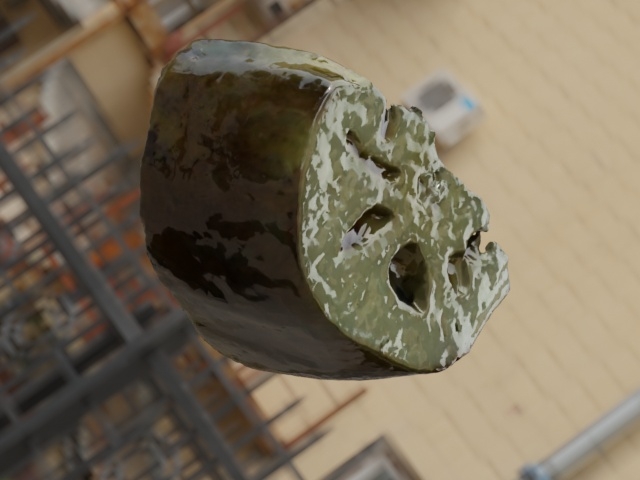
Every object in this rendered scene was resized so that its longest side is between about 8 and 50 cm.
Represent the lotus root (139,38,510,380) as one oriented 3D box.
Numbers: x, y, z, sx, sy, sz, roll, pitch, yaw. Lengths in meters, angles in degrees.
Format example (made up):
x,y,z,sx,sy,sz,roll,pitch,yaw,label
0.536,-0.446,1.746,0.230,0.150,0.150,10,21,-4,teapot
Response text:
x,y,z,sx,sy,sz,roll,pitch,yaw,label
0.000,0.000,1.069,0.119,0.138,0.235,8,-27,40,lotus root
